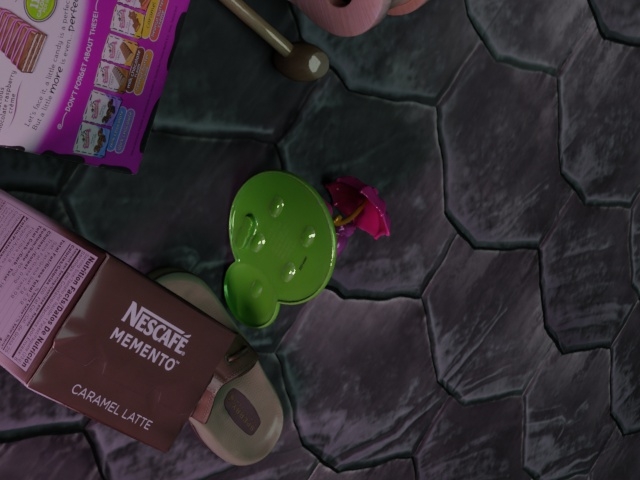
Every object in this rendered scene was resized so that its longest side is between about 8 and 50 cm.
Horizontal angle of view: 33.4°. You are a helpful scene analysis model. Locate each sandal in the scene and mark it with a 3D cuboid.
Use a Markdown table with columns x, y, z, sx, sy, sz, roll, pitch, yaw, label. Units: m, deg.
| x | y | z | sx | sy | sz | roll | pitch | yaw | label |
| --- | --- | --- | --- | --- | --- | --- | --- | --- | --- |
| -0.101 | 0.129 | 1.032 | 0.120 | 0.086 | 0.303 | -53 | 137 | -14 | sandal |

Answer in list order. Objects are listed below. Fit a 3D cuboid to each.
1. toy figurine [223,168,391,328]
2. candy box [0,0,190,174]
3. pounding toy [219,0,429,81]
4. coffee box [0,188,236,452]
| x | y | z | sx | sy | sz | roll | pitch | yaw | label |
| --- | --- | --- | --- | --- | --- | --- | --- | --- | --- |
| 0.000 | 0.000 | 1.072 | 0.159 | 0.130 | 0.173 | -17 | 142 | -51 | toy figurine |
| -0.223 | -0.150 | 0.789 | 0.233 | 0.071 | 0.159 | 11 | 100 | -48 | candy box |
| -0.005 | -0.249 | 0.902 | 0.155 | 0.154 | 0.269 | -30 | 127 | -33 | pounding toy |
| -0.198 | 0.039 | 0.772 | 0.141 | 0.247 | 0.098 | 39 | 80 | -48 | coffee box |
